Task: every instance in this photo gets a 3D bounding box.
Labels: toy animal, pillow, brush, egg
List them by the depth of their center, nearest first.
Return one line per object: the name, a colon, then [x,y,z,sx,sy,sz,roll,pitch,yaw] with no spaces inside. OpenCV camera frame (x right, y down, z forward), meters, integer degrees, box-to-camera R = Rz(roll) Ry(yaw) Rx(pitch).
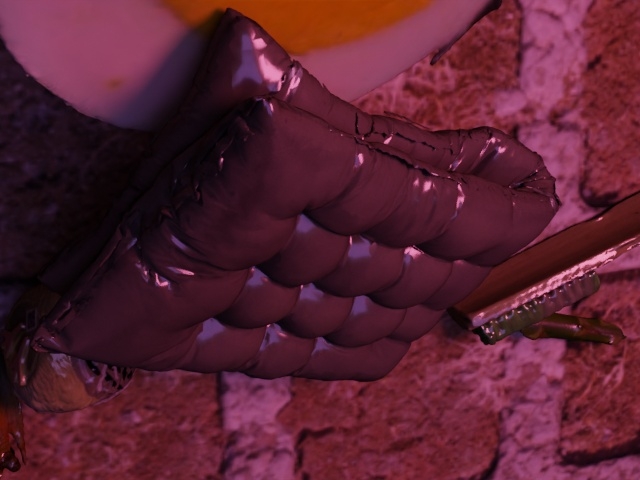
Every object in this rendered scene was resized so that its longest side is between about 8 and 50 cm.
egg: [-0.049,-0.226,0.663,0.337,0.201,0.337,-17,143,-13]
pillow: [0.000,0.000,0.746,0.326,0.101,0.228,14,130,-45]
toy animal: [-0.164,0.061,0.790,0.098,0.098,0.137,20,121,-25]
brush: [0.236,0.008,0.935,0.282,0.054,0.048,-27,125,-8]

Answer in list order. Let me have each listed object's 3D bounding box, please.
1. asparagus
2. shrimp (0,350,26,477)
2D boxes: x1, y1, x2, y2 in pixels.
asparagus: [0.215,0.076,0.971,0.108,0.021,0.025,9,111,-22]
shrimp: [-0.277,0.100,0.792,0.115,0.051,0.217,-23,114,-6]
